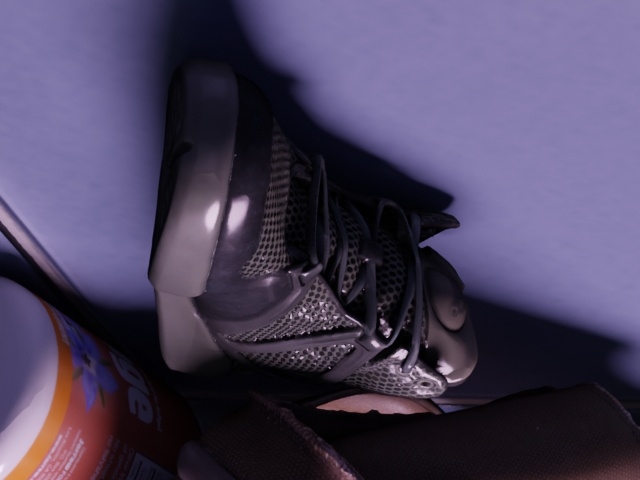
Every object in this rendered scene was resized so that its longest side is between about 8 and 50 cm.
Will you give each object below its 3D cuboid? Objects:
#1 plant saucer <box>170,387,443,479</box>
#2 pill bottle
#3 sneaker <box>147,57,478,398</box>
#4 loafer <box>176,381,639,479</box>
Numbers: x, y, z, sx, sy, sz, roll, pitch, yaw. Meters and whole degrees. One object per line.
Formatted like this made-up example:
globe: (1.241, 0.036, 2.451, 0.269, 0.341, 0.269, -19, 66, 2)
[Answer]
plant saucer: (-0.033, 0.213, 0.882, 0.050, 0.311, 0.310, 23, 167, 37)
pill bottle: (-0.129, 0.111, 0.853, 0.121, 0.121, 0.216, -7, 152, 27)
sneaker: (0.000, 0.000, 0.634, 0.130, 0.087, 0.227, 4, 157, 2)
loafer: (0.081, 0.113, 0.795, 0.134, 0.130, 0.366, 36, -169, 39)
